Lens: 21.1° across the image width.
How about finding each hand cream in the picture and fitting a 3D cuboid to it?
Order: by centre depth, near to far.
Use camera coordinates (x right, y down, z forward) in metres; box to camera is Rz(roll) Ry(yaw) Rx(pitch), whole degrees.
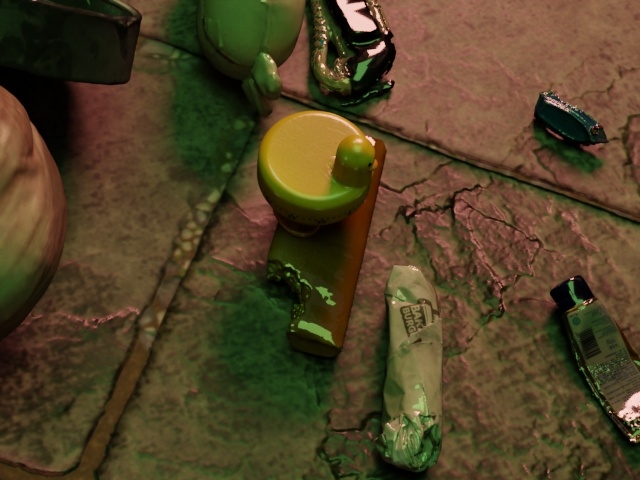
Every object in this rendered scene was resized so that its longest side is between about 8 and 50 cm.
[{"bbox_3d":[0.263,0.106,1.556,0.062,0.039,0.163,-21,70,-23],"label":"hand cream"}]

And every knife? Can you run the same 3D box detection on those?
[{"bbox_3d":[-0.006,-0.296,1.758,0.089,0.043,0.365,-11,60,-16],"label":"knife"}]

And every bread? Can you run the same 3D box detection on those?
[{"bbox_3d":[0.000,0.000,1.570,0.088,0.049,0.226,15,58,0],"label":"bread"}]

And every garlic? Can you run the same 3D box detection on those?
[{"bbox_3d":[-0.342,-0.030,1.394,0.317,0.317,0.259,18,61,3],"label":"garlic"}]

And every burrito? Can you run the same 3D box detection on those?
[{"bbox_3d":[0.080,0.110,1.508,0.064,0.064,0.203,7,57,-4],"label":"burrito"}]

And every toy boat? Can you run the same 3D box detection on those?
[{"bbox_3d":[0.248,-0.118,1.693,0.083,0.038,0.038,33,59,12],"label":"toy boat"}]

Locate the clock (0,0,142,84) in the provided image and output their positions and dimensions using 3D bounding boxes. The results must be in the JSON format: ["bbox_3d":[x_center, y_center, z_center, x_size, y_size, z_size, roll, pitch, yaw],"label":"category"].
[{"bbox_3d":[-0.314,-0.218,1.525,0.319,0.319,0.066,19,100,3],"label":"clock"}]

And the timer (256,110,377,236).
[{"bbox_3d":[-0.002,-0.069,1.517,0.107,0.109,0.107,3,59,-4],"label":"timer"}]

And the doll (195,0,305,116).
[{"bbox_3d":[-0.072,-0.255,1.666,0.113,0.155,0.275,14,63,-17],"label":"doll"}]
